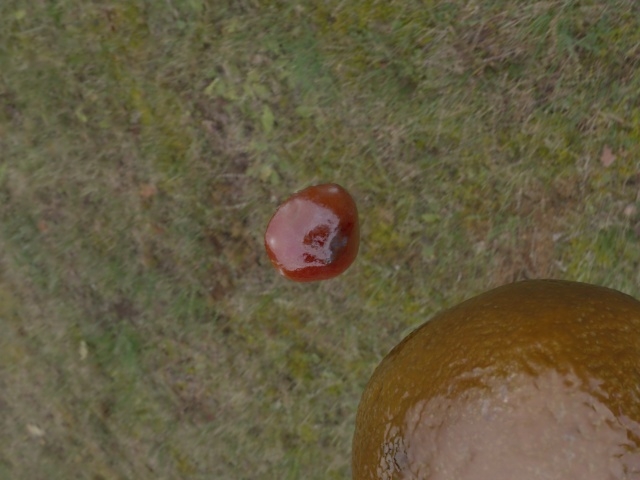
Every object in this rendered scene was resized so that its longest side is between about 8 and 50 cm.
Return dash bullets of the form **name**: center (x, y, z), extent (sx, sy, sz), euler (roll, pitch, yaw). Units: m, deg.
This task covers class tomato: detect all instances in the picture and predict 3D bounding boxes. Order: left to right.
- **tomato**: center (0.000, 0.000, 1.415), extent (0.069, 0.155, 0.155), euler (38, 130, 48)

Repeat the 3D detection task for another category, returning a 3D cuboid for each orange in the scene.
- **orange**: center (0.194, 0.198, 0.932), extent (0.322, 0.322, 0.357), euler (53, 139, -3)
